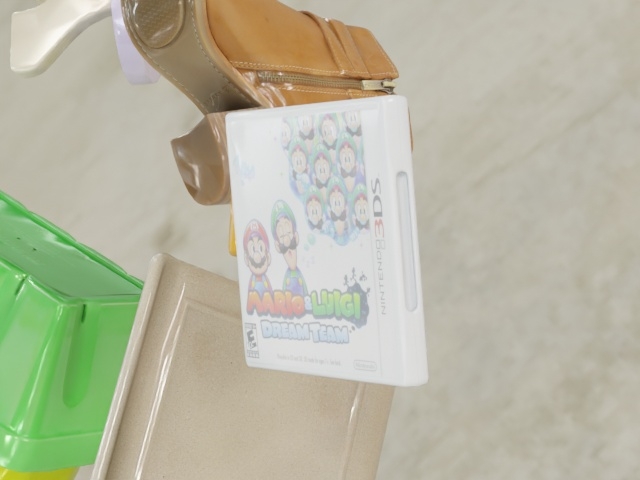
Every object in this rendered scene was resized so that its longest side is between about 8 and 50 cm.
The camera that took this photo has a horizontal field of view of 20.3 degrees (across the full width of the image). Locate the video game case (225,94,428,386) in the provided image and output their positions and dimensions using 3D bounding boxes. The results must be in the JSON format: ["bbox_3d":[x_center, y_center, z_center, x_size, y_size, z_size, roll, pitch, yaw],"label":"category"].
[{"bbox_3d":[0.000,0.000,0.933,0.019,0.143,0.157,-7,4,-32],"label":"video game case"}]

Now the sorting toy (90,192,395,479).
[{"bbox_3d":[-0.049,0.122,1.127,0.047,0.196,0.348,-21,50,57],"label":"sorting toy"}]

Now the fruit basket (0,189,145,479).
[{"bbox_3d":[-0.351,0.161,1.880,0.392,0.283,0.392,0,89,35],"label":"fruit basket"}]

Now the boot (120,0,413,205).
[{"bbox_3d":[-0.034,-0.170,1.457,0.220,0.283,0.109,-12,-9,-41],"label":"boot"}]

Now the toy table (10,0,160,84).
[{"bbox_3d":[-0.270,-0.310,2.024,0.161,0.252,0.274,-3,67,8],"label":"toy table"}]
